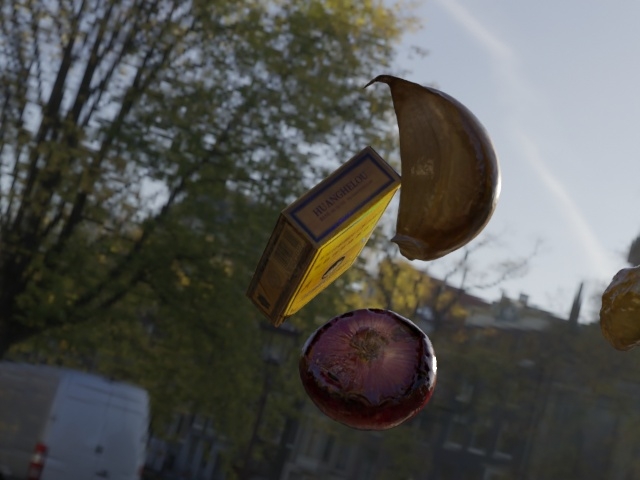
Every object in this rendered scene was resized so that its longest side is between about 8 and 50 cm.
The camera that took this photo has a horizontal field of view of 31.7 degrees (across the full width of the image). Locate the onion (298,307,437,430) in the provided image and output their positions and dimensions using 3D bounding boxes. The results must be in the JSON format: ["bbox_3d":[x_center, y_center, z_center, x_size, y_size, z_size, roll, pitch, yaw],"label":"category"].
[{"bbox_3d":[0.084,0.233,1.990,0.248,0.161,0.248,2,31,-1],"label":"onion"}]

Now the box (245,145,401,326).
[{"bbox_3d":[0.000,0.000,1.782,0.084,0.193,0.301,47,-28,11],"label":"box"}]

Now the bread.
[{"bbox_3d":[0.586,0.092,1.941,0.244,0.134,0.244,-20,-14,-5],"label":"bread"}]

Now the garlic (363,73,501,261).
[{"bbox_3d":[0.134,-0.084,1.246,0.128,0.207,0.115,-11,-3,15],"label":"garlic"}]
